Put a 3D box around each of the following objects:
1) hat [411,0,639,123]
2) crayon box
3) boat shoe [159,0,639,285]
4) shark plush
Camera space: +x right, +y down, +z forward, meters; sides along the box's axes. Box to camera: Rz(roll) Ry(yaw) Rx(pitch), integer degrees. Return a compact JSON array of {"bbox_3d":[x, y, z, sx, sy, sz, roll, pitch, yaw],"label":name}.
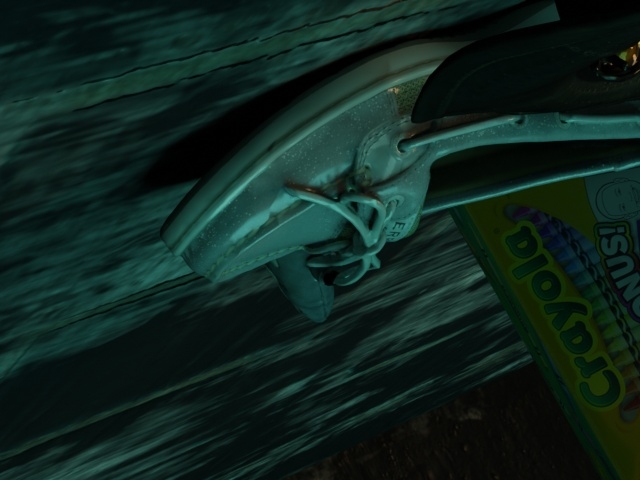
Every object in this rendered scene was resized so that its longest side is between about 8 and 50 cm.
[{"bbox_3d":[0.180,-0.147,0.685,0.331,0.134,0.331,-14,176,-1],"label":"hat"},{"bbox_3d":[0.204,0.023,1.096,0.165,0.278,0.081,-29,170,-3],"label":"crayon box"},{"bbox_3d":[0.066,-0.045,0.915,0.320,0.103,0.118,-22,167,-30],"label":"boat shoe"},{"bbox_3d":[0.000,0.000,1.039,0.073,0.067,0.161,-23,167,-26],"label":"shark plush"}]
